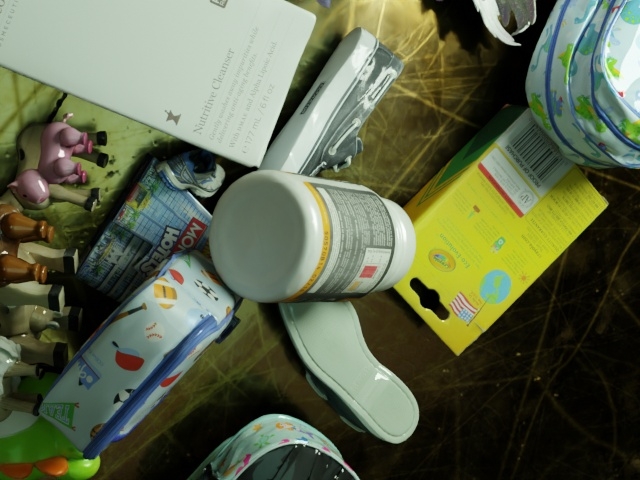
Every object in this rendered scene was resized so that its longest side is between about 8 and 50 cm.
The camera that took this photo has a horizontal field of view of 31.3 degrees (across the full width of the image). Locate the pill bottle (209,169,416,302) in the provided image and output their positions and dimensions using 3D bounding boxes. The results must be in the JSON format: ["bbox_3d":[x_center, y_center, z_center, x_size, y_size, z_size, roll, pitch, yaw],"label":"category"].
[{"bbox_3d":[0.000,0.000,1.456,0.278,0.162,0.162,6,102,-57],"label":"pill bottle"}]

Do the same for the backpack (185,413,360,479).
[{"bbox_3d":[-0.072,0.370,1.573,0.225,0.191,0.253,39,95,-23],"label":"backpack"}]

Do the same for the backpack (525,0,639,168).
[{"bbox_3d":[0.440,-0.265,1.573,0.290,0.273,0.355,41,90,-24],"label":"backpack"}]

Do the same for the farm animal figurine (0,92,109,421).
[{"bbox_3d":[-0.377,0.013,1.365,0.172,0.330,0.327,7,112,1],"label":"farm animal figurine"}]

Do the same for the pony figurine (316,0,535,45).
[{"bbox_3d":[0.147,-0.417,1.468,0.363,0.303,0.351,-9,95,0],"label":"pony figurine"}]

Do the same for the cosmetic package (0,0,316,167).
[{"bbox_3d":[-0.228,-0.262,1.416,0.385,0.156,0.217,19,97,-21],"label":"cosmetic package"}]

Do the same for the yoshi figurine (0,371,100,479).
[{"bbox_3d":[-0.454,0.225,1.463,0.362,0.203,0.203,12,56,-6],"label":"yoshi figurine"}]

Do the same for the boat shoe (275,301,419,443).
[{"bbox_3d":[0.019,0.169,1.615,0.114,0.091,0.302,-41,109,-27],"label":"boat shoe"}]

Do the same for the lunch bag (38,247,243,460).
[{"bbox_3d":[-0.209,0.136,1.380,0.115,0.303,0.243,40,99,2],"label":"lunch bag"}]

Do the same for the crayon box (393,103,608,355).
[{"bbox_3d":[0.235,-0.017,1.651,0.318,0.081,0.202,-44,110,-6],"label":"crayon box"}]

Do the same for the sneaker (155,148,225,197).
[{"bbox_3d":[-0.154,-0.091,1.490,0.058,0.135,0.052,-34,79,22],"label":"sneaker"}]

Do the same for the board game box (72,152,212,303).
[{"bbox_3d":[-0.199,0.016,1.532,0.194,0.060,0.194,32,90,-20],"label":"board game box"}]

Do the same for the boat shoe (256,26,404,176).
[{"bbox_3d":[0.009,-0.139,1.548,0.102,0.108,0.301,34,82,-19],"label":"boat shoe"}]
